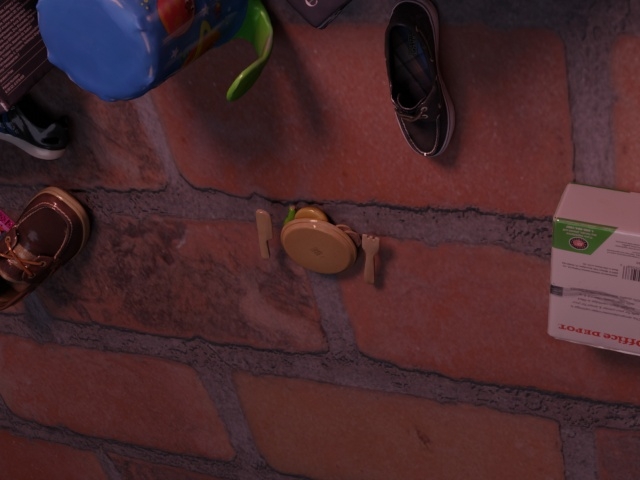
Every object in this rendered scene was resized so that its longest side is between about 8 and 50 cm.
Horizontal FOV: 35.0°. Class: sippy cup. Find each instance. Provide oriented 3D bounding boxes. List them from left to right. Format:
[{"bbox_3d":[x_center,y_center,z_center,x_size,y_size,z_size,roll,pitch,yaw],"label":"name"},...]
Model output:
[{"bbox_3d":[-0.224,-0.295,1.256,0.305,0.224,0.240,10,133,23],"label":"sippy cup"}]

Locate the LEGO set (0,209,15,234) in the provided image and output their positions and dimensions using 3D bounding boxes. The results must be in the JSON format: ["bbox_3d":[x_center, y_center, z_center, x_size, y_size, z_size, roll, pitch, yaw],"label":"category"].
[{"bbox_3d":[-0.678,-0.061,1.836,0.227,0.087,0.093,44,136,-12],"label":"LEGO set"}]

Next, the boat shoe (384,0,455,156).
[{"bbox_3d":[0.119,-0.189,1.266,0.080,0.076,0.228,11,134,21],"label":"boat shoe"}]

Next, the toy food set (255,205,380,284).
[{"bbox_3d":[0.000,0.000,1.547,0.192,0.038,0.132,14,142,11],"label":"toy food set"}]

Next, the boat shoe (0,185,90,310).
[{"bbox_3d":[-0.517,0.029,1.799,0.123,0.123,0.342,42,137,-11],"label":"boat shoe"}]

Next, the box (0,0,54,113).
[{"bbox_3d":[-0.600,-0.329,1.473,0.343,0.179,0.312,-7,127,34],"label":"box"}]

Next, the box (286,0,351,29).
[{"bbox_3d":[-0.020,-0.460,0.961,0.395,0.212,0.293,41,133,-17],"label":"box"}]

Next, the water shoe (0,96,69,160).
[{"bbox_3d":[-0.493,-0.202,1.625,0.203,0.073,0.080,23,118,1],"label":"water shoe"}]

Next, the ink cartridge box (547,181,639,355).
[{"bbox_3d":[0.381,0.041,1.322,0.153,0.087,0.208,11,133,20],"label":"ink cartridge box"}]
